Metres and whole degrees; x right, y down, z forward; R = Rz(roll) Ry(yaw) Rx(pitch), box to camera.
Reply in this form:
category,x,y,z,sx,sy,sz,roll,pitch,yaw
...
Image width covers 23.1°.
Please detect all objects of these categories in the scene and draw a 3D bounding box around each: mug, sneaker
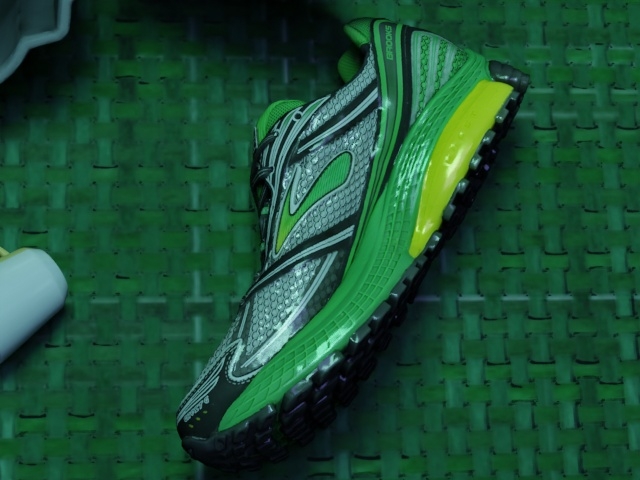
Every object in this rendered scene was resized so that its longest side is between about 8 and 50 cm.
category,x,y,z,sx,sy,sz,roll,pitch,yaw
mug,-0.203,0.030,1.009,0.064,0.062,0.078,-35,87,-24
sneaker,0.000,0.000,1.022,0.146,0.134,0.343,28,63,8

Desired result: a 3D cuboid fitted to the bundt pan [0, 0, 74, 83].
category,x,y,z,sx,sy,sz,roll,pitch,yaw
bundt pan,-0.286,-0.251,0.981,0.331,0.331,0.124,5,29,-6
